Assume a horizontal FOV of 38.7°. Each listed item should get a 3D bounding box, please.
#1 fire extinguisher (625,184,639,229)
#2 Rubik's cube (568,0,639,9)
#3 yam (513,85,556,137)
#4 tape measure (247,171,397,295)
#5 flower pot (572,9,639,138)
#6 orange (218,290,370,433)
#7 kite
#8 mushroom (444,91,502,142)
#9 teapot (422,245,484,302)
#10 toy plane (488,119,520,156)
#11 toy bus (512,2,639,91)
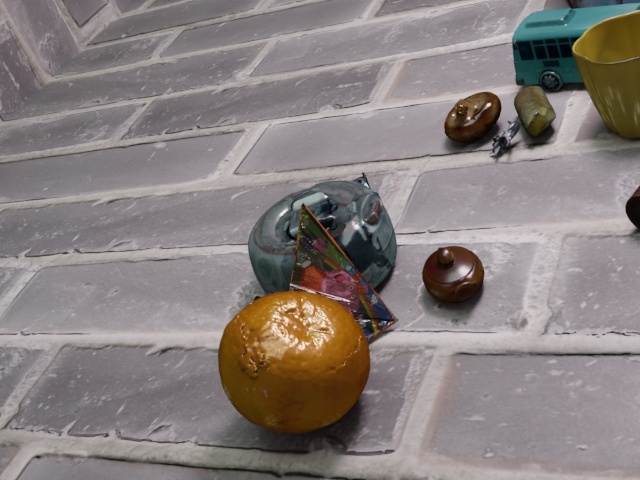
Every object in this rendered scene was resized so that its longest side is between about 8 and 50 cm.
[{"bbox_3d":[0.565,-0.117,1.462,0.106,0.075,0.252,13,48,45],"label":"fire extinguisher"},{"bbox_3d":[0.679,-0.718,2.013,0.337,0.344,0.343,-17,34,14],"label":"Rubik's cube"},{"bbox_3d":[0.417,-0.248,1.763,0.070,0.069,0.146,-18,33,10],"label":"yam"},{"bbox_3d":[0.000,0.000,1.601,0.256,0.147,0.275,-22,31,5],"label":"tape measure"},{"bbox_3d":[0.562,-0.287,1.615,0.195,0.179,0.195,-17,31,11],"label":"flower pot"},{"bbox_3d":[-0.039,0.175,1.321,0.219,0.193,0.219,20,26,-10],"label":"orange"},{"bbox_3d":[0.010,0.103,1.446,0.234,0.016,0.321,8,79,1],"label":"kite"},{"bbox_3d":[0.304,-0.246,1.819,0.126,0.085,0.109,-33,0,14],"label":"mushroom"},{"bbox_3d":[0.210,0.048,1.453,0.098,0.078,0.129,-23,32,3],"label":"teapot"},{"bbox_3d":[0.353,-0.197,1.741,0.083,0.031,0.078,-57,14,-2],"label":"toy plane"},{"bbox_3d":[0.517,-0.392,1.832,0.256,0.147,0.128,6,41,38],"label":"toy bus"}]
